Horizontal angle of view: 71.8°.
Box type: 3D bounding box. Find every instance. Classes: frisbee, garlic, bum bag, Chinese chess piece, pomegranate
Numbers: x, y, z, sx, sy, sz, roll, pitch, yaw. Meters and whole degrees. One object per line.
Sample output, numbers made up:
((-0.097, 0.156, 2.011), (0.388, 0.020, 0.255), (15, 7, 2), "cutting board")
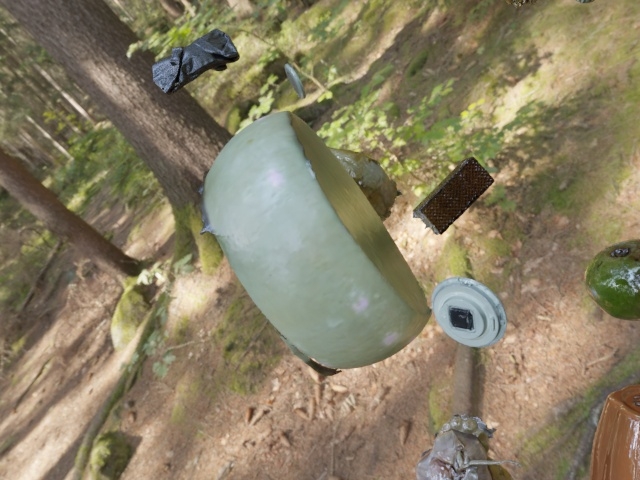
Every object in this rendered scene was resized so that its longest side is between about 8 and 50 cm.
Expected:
((-0.075, -0.462, 1.290), (0.014, 0.110, 0.110), (-32, 22, -2), "frisbee")
((0.328, 0.457, 0.945), (0.207, 0.206, 0.257), (-73, 5, -53), "garlic")
((-0.353, -0.502, 1.236), (0.248, 0.123, 0.060), (-34, -13, -16), "bum bag")
((0.000, 0.000, 0.595), (0.146, 0.349, 0.349), (-35, 23, 13), "Chinese chess piece")
((0.662, 0.105, 0.933), (0.179, 0.211, 0.179), (-11, 5, 1), "pomegranate")

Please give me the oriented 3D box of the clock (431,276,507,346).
((0.428, 0.222, 1.311), (0.236, 0.237, 0.053), (-16, 12, 47), "clock")

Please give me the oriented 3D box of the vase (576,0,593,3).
((0.671, -0.670, 1.088), (0.081, 0.149, 0.081), (-7, 47, 7), "vase")

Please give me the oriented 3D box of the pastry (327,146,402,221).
((0.064, -0.139, 1.079), (0.121, 0.256, 0.235), (-65, 17, -18), "pastry")

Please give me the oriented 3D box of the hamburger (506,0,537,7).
((0.390, -0.612, 0.864), (0.146, 0.286, 0.243), (16, 19, 37), "hamburger")

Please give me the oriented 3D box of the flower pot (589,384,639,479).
((0.495, 0.315, 0.636), (0.190, 0.174, 0.190), (-4, 7, 0), "flower pot")

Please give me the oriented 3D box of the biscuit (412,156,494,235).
((0.392, -0.131, 1.323), (0.252, 0.106, 0.070), (-44, 7, -3), "biscuit")
